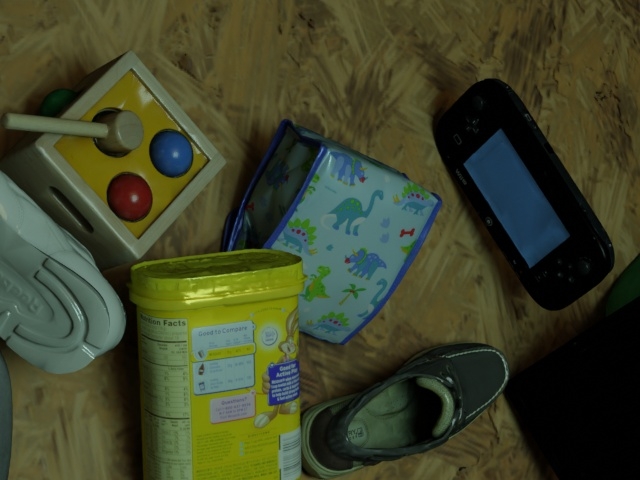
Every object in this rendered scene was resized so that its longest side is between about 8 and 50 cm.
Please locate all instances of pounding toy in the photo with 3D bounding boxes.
[{"bbox_3d":[-0.158,-0.063,1.014,0.141,0.100,0.130,50,57,-17],"label":"pounding toy"}]

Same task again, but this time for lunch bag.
[{"bbox_3d":[0.000,0.000,1.121,0.128,0.096,0.151,22,98,-30],"label":"lunch bag"}]

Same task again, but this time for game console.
[{"bbox_3d":[0.204,0.036,1.209,0.044,0.213,0.361,-19,73,-45],"label":"game console"}]

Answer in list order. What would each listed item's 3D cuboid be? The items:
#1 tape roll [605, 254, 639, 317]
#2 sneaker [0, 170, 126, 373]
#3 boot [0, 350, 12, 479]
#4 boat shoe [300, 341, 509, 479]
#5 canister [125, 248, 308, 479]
[{"bbox_3d":[0.415,0.027,1.268,0.321,0.321,0.077,-40,106,-34],"label":"tape roll"},{"bbox_3d":[-0.228,-0.007,0.972,0.235,0.090,0.095,48,13,-1],"label":"sneaker"},{"bbox_3d":[-0.216,0.199,0.846,0.118,0.222,0.338,15,73,-32],"label":"boot"},{"bbox_3d":[0.083,0.138,1.163,0.223,0.073,0.080,-17,91,-36],"label":"boat shoe"},{"bbox_3d":[-0.073,0.099,1.031,0.126,0.073,0.170,-6,102,-28],"label":"canister"}]
